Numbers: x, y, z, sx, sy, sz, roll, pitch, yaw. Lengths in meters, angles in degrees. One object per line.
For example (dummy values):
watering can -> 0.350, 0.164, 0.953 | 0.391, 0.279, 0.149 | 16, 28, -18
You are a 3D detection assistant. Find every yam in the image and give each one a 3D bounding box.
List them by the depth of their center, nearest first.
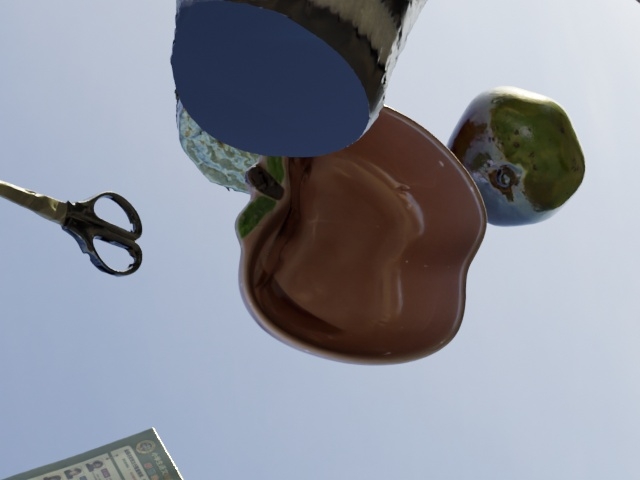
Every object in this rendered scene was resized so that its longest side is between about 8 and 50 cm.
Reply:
yam -> -0.085, -0.185, 1.812 | 0.271, 0.201, 0.202 | -86, -23, -61

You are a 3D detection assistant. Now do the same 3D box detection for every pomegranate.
pomegranate -> 0.250, -0.112, 1.825 | 0.210, 0.180, 0.180 | -39, -69, -62

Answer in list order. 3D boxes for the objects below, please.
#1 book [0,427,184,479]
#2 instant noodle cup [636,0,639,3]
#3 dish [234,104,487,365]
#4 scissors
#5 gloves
book -> -0.309, 0.352, 1.908 | 0.264, 0.202, 0.027 | -18, -56, -18
instant noodle cup -> 0.307, -0.258, 1.010 | 0.214, 0.296, 0.296 | 45, -141, -7
dish -> 0.018, 0.000, 1.135 | 0.213, 0.090, 0.213 | 3, -101, -18
scissors -> -0.317, -0.034, 1.734 | 0.300, 0.022, 0.109 | 24, -122, -50
gloves -> -0.002, -0.147, 0.556 | 0.140, 0.131, 0.218 | 48, -130, -47
